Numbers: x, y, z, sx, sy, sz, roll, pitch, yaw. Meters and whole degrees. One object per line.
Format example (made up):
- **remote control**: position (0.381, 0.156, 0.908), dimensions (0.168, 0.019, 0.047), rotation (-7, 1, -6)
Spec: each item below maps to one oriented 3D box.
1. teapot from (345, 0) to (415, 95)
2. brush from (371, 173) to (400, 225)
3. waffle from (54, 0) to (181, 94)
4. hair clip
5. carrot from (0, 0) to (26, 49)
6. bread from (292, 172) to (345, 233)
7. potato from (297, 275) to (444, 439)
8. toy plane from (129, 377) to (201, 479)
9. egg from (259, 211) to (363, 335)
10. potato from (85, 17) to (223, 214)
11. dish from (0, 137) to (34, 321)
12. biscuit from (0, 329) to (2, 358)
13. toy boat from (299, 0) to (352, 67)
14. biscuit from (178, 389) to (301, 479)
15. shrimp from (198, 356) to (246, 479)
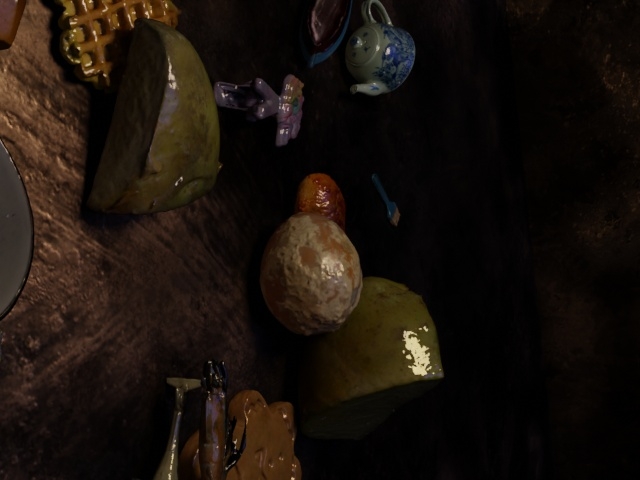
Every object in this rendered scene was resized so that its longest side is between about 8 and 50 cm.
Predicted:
- **teapot**: position (0.117, -0.423, 1.940), dimensions (0.159, 0.159, 0.232), rotation (22, 72, -59)
- **brush**: position (0.158, -0.101, 2.112), dimensions (0.164, 0.014, 0.051), rotation (60, 37, -38)
- **waffle**: position (-0.299, -0.327, 1.277), dimensions (0.243, 0.058, 0.238), rotation (30, 65, -54)
- **hair clip**: position (-0.087, -0.243, 1.606), dimensions (0.278, 0.090, 0.137), rotation (-3, 98, -61)
- **carrot**: position (-0.405, -0.379, 1.024), dimensions (0.114, 0.114, 0.302), rotation (4, 83, -61)
- **bread**: position (0.004, -0.005, 1.746), dimensions (0.139, 0.095, 0.269), rotation (-23, 112, -52)
- **potato**: position (0.051, 0.207, 1.698), dimensions (0.212, 0.330, 0.280), rotation (7, 56, -30)
- **toy plane**: position (-0.229, 0.347, 1.305), dimensions (0.108, 0.092, 0.286), rotation (65, 30, -73)
- **egg**: position (-0.018, 0.060, 1.600), dimensions (0.195, 0.195, 0.233), rotation (30, 45, -57)
- **potato**: position (-0.223, -0.189, 1.265), dimensions (0.269, 0.112, 0.255), rotation (-42, 141, -57)
- **dish**: position (-0.445, -0.031, 0.888), dimensions (0.316, 0.106, 0.316), rotation (45, 33, -41)
- **biscuit**: position (-0.473, 0.091, 0.926), dimensions (0.322, 0.038, 0.099), rotation (33, 59, -56)
- **toy boat**: position (0.007, -0.455, 1.808), dimensions (0.097, 0.100, 0.223), rotation (111, -3, -68)
- **biscuit**: position (-0.131, 0.401, 1.504), dimensions (0.355, 0.052, 0.275), rotation (-2, 89, -62)
- **shrimp**: position (-0.152, 0.285, 1.357), dimensions (0.152, 0.046, 0.219), rotation (-21, 111, -78)
